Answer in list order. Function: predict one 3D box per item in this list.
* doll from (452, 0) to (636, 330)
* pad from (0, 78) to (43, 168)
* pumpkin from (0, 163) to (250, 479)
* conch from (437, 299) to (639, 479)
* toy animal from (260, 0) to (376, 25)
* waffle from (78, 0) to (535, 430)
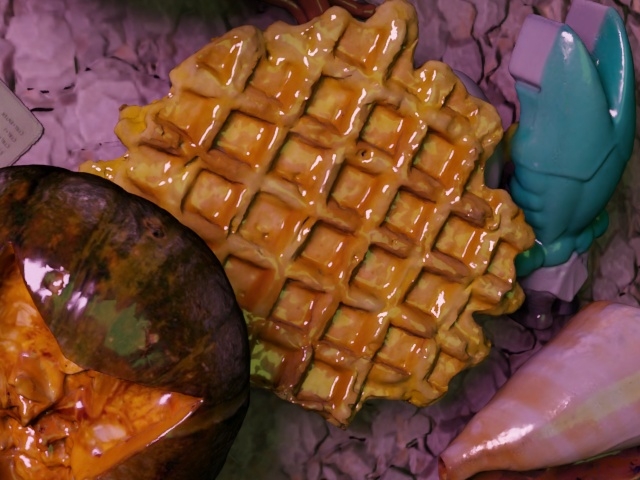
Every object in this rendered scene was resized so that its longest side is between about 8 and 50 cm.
[{"bbox_3d":[0.158,-0.062,0.850,0.195,0.153,0.258,5,107,-49],"label":"doll"},{"bbox_3d":[-0.304,-0.111,0.634,0.159,0.009,0.265,-49,115,-20],"label":"pad"},{"bbox_3d":[-0.153,0.072,0.631,0.237,0.159,0.238,0,114,0],"label":"pumpkin"},{"bbox_3d":[0.207,0.130,0.904,0.255,0.127,0.158,-14,139,-10],"label":"conch"},{"bbox_3d":[-0.015,-0.276,0.765,0.229,0.066,0.224,34,76,-23],"label":"toy animal"},{"bbox_3d":[-0.001,-0.001,0.750,0.307,0.060,0.312,-31,109,-6],"label":"waffle"}]
